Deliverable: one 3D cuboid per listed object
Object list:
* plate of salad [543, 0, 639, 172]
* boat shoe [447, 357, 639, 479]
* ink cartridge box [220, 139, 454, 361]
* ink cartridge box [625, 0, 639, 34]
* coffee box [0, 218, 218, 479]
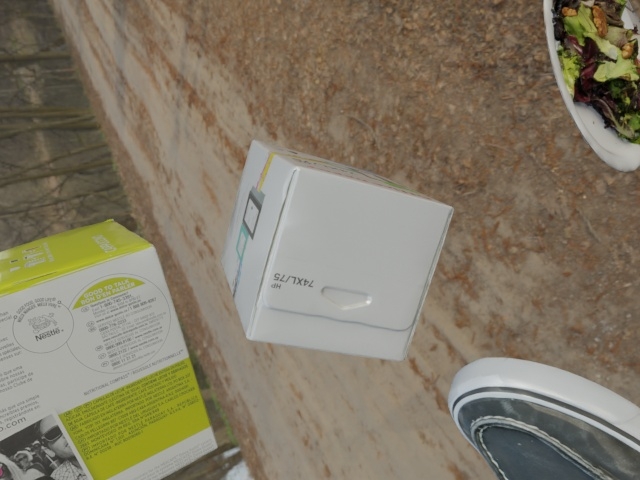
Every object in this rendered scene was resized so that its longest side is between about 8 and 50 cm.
[{"bbox_3d":[0.257,-0.159,0.474,0.048,0.199,0.200,-12,91,50],"label":"plate of salad"},{"bbox_3d":[0.207,0.205,0.357,0.306,0.105,0.113,42,134,2],"label":"boat shoe"},{"bbox_3d":[0.000,0.000,0.707,0.270,0.198,0.197,-136,60,-67],"label":"ink cartridge box"},{"bbox_3d":[0.490,-0.378,0.936,0.082,0.139,0.191,-28,86,41],"label":"ink cartridge box"},{"bbox_3d":[-0.400,0.184,0.825,0.337,0.338,0.335,15,122,59],"label":"coffee box"}]
